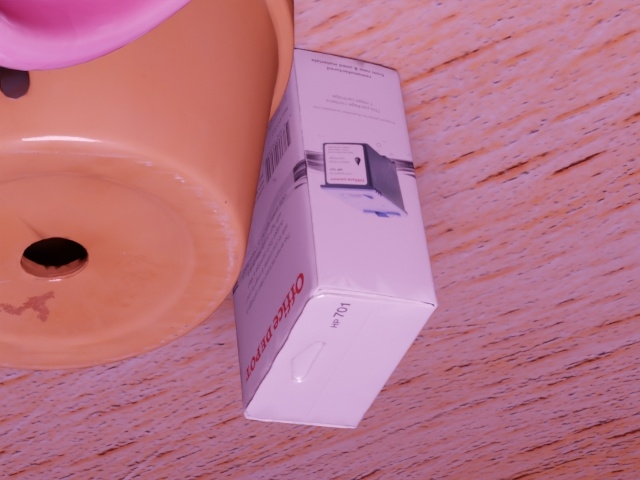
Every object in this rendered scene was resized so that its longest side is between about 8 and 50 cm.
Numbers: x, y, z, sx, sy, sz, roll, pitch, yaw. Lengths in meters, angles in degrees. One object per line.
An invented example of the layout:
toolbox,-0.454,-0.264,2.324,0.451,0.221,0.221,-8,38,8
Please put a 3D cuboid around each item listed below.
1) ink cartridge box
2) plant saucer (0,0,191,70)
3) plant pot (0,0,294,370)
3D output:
ink cartridge box,0.000,0.000,1.061,0.082,0.191,0.140,8,140,-20
plant saucer,-0.072,-0.231,0.717,0.084,0.332,0.332,35,141,14
plant pot,-0.148,-0.066,0.939,0.290,0.203,0.291,-6,142,-5
